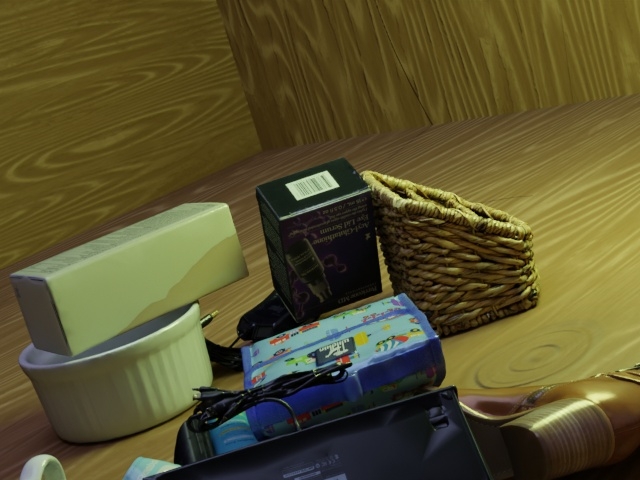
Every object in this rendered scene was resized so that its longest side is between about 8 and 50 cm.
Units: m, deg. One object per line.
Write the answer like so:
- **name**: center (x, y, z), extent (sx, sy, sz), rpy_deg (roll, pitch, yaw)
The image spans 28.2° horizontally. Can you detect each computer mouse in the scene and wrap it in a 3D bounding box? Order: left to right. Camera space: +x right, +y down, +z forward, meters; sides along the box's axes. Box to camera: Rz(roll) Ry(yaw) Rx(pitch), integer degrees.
- **computer mouse**: center (-0.101, 0.134, 2.056), extent (0.184, 0.060, 0.262), rpy_deg (7, 36, 43)

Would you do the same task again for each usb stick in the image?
- **usb stick**: center (-0.136, 0.277, 1.450), extent (0.045, 0.077, 0.278), rpy_deg (8, 8, -11)

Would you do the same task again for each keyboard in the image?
- **keyboard**: center (-0.013, 0.205, 1.209), extent (0.317, 0.033, 0.201), rpy_deg (-15, 56, -8)

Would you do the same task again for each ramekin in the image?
- **ramekin**: center (-0.294, 0.190, 1.892), extent (0.277, 0.135, 0.277), rpy_deg (-16, 13, 4)

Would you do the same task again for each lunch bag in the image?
- **lunch bag**: center (0.027, 0.162, 1.460), extent (0.221, 0.138, 0.293), rpy_deg (-18, 0, -2)

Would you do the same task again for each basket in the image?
- **basket**: center (0.203, -0.014, 1.922), extent (0.213, 0.223, 0.299), rpy_deg (-18, 12, -4)

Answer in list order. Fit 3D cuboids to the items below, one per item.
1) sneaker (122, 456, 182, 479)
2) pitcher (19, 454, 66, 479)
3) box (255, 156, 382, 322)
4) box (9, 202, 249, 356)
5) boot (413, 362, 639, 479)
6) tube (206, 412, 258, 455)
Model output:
- **sneaker**: center (-0.131, 0.283, 1.235), extent (0.366, 0.150, 0.135), rpy_deg (-13, 14, 18)
- **pitcher**: center (-0.244, 0.309, 1.138), extent (0.125, 0.207, 0.178), rpy_deg (-13, 12, 16)
- **box**: center (0.000, 0.000, 1.958), extent (0.153, 0.207, 0.108), rpy_deg (-20, 37, -13)
- **box**: center (-0.279, 0.051, 1.876), extent (0.311, 0.121, 0.148), rpy_deg (-24, 15, -30)
- **boot**: center (0.242, 0.177, 1.330), extent (0.220, 0.109, 0.283), rpy_deg (-15, -1, -27)
- **tube**: center (-0.097, 0.258, 1.549), extent (0.080, 0.052, 0.207), rpy_deg (-15, 16, -11)
